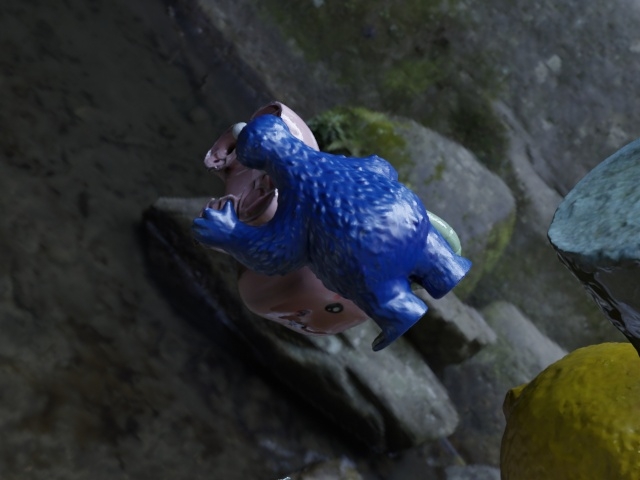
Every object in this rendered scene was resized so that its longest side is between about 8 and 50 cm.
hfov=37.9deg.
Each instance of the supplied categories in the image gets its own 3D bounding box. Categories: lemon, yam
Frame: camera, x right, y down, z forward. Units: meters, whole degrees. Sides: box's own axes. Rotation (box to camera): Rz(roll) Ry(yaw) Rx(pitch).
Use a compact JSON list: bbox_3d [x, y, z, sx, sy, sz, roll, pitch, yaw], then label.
[{"bbox_3d":[0.229,0.170,0.636,0.256,0.188,0.188,32,12,36],"label":"lemon"},{"bbox_3d":[0.182,0.028,0.386,0.194,0.107,0.107,41,23,-27],"label":"yam"}]

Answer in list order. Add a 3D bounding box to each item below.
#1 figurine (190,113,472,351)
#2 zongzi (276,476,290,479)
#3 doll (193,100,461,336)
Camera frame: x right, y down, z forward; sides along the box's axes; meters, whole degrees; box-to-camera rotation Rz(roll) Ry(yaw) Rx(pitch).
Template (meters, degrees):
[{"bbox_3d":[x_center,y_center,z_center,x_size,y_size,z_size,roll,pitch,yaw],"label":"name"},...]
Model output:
[{"bbox_3d":[0.017,-0.026,0.862,0.262,0.121,0.164,32,63,2],"label":"figurine"},{"bbox_3d":[-0.020,0.379,1.383,0.109,0.055,0.119,13,14,23],"label":"zongzi"},{"bbox_3d":[0.000,0.000,1.088,0.268,0.284,0.217,33,46,-36],"label":"doll"}]
